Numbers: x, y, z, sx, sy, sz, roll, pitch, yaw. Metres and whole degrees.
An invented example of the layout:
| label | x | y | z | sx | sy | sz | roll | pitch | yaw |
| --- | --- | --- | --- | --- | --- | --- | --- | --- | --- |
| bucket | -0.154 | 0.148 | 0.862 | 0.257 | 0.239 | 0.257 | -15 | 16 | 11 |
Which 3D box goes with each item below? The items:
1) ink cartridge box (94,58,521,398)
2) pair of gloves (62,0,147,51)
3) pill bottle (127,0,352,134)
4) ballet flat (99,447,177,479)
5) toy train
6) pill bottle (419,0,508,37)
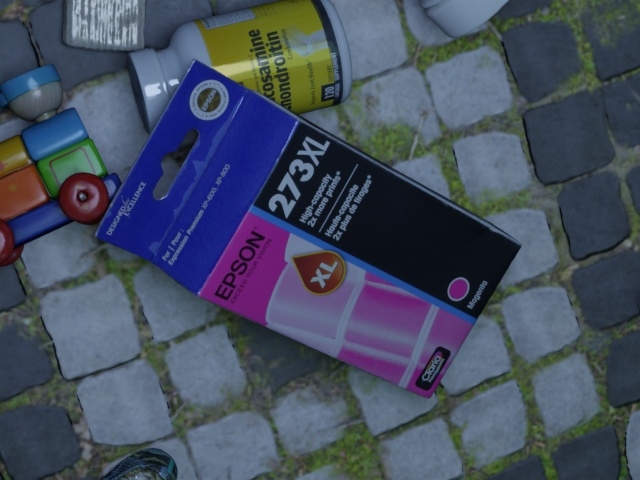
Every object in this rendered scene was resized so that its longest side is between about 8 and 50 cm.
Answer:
| label | x | y | z | sx | sy | sz | roll | pitch | yaw |
| --- | --- | --- | --- | --- | --- | --- | --- | --- | --- |
| ink cartridge box | 0.000 | 0.000 | 1.247 | 0.371 | 0.069 | 0.176 | 27 | 97 | -32 |
| pair of gloves | -0.245 | -0.279 | 1.206 | 0.240 | 0.042 | 0.204 | 12 | 96 | -17 |
| pill bottle | -0.072 | -0.151 | 1.239 | 0.184 | 0.103 | 0.103 | -16 | 102 | -12 |
| ballet flat | -0.210 | 0.264 | 1.291 | 0.188 | 0.070 | 0.070 | -44 | 106 | -4 |
| toy train | -0.306 | -0.042 | 1.205 | 0.248 | 0.105 | 0.143 | -25 | 92 | -6 |
| pill bottle | 0.076 | -0.295 | 1.239 | 0.229 | 0.131 | 0.131 | 44 | 87 | -17 |
